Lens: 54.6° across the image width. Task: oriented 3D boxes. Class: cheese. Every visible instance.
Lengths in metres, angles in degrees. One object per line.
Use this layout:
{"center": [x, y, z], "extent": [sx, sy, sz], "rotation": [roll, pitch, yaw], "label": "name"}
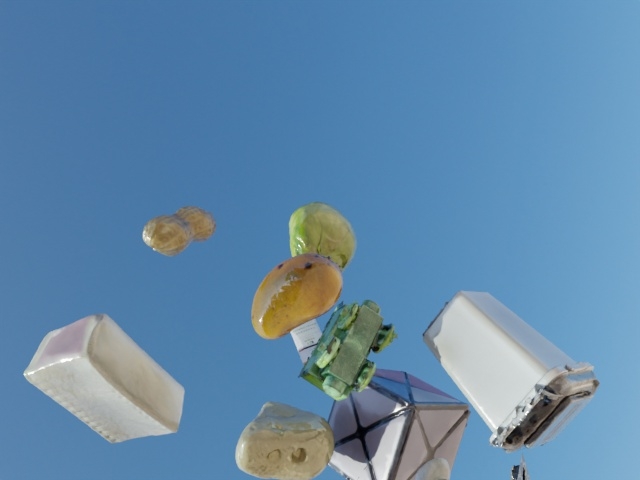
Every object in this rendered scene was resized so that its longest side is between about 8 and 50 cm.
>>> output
{"center": [-0.095, 0.561, 1.694], "extent": [0.251, 0.247, 0.174], "rotation": [5, -87, -70], "label": "cheese"}

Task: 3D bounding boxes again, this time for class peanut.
{"center": [-0.277, -0.019, 1.246], "extent": [0.192, 0.089, 0.089], "rotation": [-26, -60, -54], "label": "peanut"}

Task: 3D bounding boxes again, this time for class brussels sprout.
{"center": [0.000, 0.000, 1.674], "extent": [0.223, 0.161, 0.223], "rotation": [32, -131, -47], "label": "brussels sprout"}

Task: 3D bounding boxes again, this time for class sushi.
{"center": [0.400, 0.514, 1.244], "extent": [0.120, 0.026, 0.126], "rotation": [-42, -63, -59], "label": "sushi"}

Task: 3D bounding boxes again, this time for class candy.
{"center": [-0.500, 0.338, 1.485], "extent": [0.359, 0.208, 0.145], "rotation": [57, -153, -37], "label": "candy"}

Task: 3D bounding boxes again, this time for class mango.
{"center": [-0.045, 0.090, 1.054], "extent": [0.178, 0.115, 0.090], "rotation": [-32, -27, 18], "label": "mango"}

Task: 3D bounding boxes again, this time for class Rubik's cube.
{"center": [0.216, 0.573, 1.852], "extent": [0.306, 0.305, 0.310], "rotation": [17, -89, -42], "label": "Rubik's cube"}

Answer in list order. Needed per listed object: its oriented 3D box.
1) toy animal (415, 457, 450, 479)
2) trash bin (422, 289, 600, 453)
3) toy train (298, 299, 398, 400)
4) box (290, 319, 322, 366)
{"center": [0.313, 0.651, 1.494], "extent": [0.130, 0.221, 0.104], "rotation": [-23, -51, -14], "label": "toy animal"}
{"center": [0.435, 0.302, 1.500], "extent": [0.295, 0.368, 0.256], "rotation": [6, -56, -47], "label": "trash bin"}
{"center": [0.071, 0.279, 1.599], "extent": [0.159, 0.188, 0.272], "rotation": [34, -119, -6], "label": "toy train"}
{"center": [-0.029, 0.295, 1.774], "extent": [0.083, 0.154, 0.040], "rotation": [-18, -54, -8], "label": "box"}
